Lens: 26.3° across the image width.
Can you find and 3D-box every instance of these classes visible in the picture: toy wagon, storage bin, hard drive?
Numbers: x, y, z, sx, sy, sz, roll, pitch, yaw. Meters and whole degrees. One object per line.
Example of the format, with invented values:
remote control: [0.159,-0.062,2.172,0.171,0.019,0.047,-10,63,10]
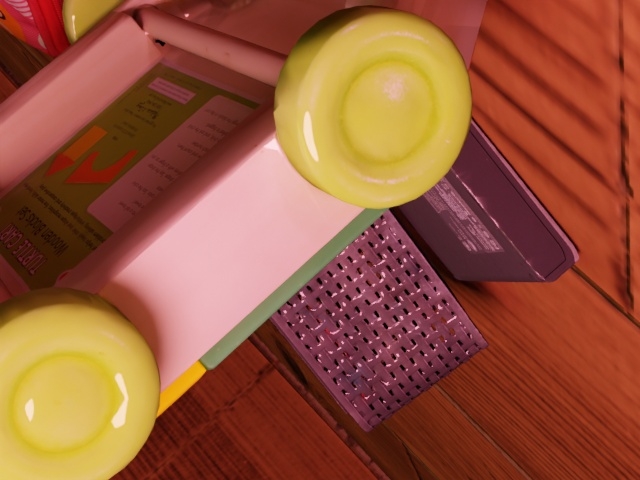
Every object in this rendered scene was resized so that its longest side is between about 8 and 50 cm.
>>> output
toy wagon: [-0.103,0.001,0.481,0.068,0.344,0.267,51,171,-27]
storage bin: [0.000,0.000,0.748,0.180,0.084,0.122,52,-175,-20]
hard drive: [0.061,-0.021,0.639,0.094,0.022,0.135,50,171,-6]

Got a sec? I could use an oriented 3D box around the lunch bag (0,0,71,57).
lunch bag: [-0.190,-0.247,0.649,0.293,0.120,0.258,46,167,11]
